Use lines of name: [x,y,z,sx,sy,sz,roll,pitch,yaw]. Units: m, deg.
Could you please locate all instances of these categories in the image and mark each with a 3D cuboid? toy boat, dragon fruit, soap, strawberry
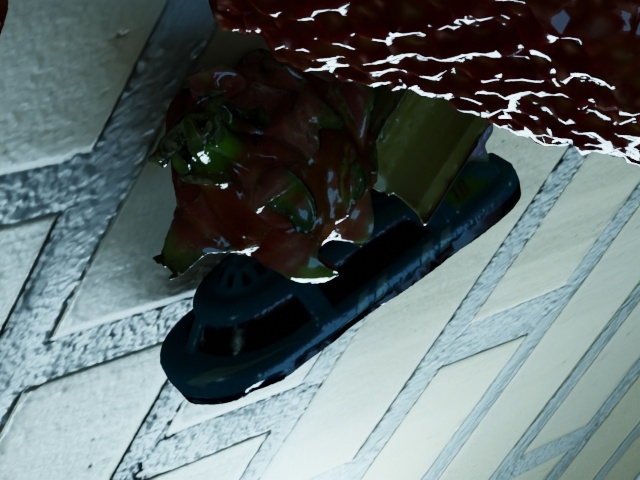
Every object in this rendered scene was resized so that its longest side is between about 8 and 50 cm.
toy boat: [0.000,0.000,1.367,0.299,0.134,0.092,-35,120,-15]
dragon fruit: [-0.043,-0.043,1.121,0.236,0.135,0.137,-31,127,-66]
soap: [0.102,-0.137,1.232,0.233,0.076,0.135,-56,-169,30]
strawberry: [0.077,-0.168,0.824,0.267,0.351,0.312,-48,171,-9]

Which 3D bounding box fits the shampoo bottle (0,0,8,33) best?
shampoo bottle: [-0.189,-0.082,0.733,0.118,0.076,0.314,-42,-174,2]
